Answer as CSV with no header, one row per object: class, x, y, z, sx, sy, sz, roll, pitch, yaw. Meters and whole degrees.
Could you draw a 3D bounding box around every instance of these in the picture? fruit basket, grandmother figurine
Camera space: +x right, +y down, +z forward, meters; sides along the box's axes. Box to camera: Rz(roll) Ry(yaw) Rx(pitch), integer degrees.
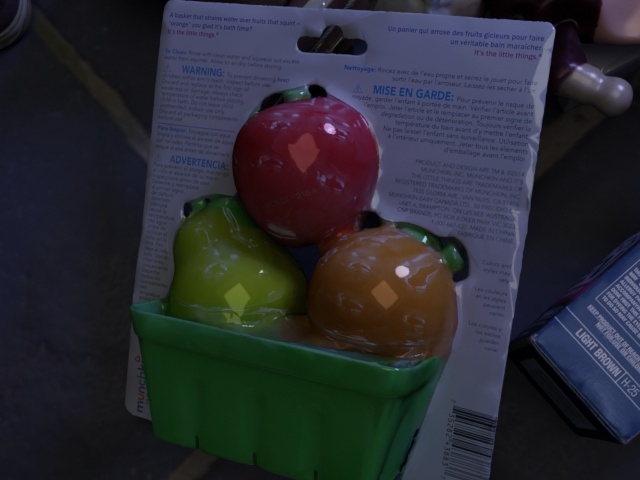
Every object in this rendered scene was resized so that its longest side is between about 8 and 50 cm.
fruit basket,0.000,0.000,0.758,0.327,0.165,0.353,9,90,25
grandmother figurine,0.203,-0.184,0.731,0.342,0.104,0.208,3,58,9

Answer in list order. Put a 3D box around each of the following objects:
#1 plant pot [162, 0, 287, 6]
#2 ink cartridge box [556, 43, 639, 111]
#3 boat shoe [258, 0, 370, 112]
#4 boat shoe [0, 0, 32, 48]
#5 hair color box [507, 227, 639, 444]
plant pot,-0.098,-0.260,0.827,0.165,0.167,0.167,35,85,-18
ink cartridge box,0.232,-0.280,0.842,0.198,0.115,0.273,-30,82,0
boat shoe,-0.001,-0.171,0.856,0.095,0.095,0.257,34,93,-15
boat shoe,-0.408,-0.187,0.877,0.285,0.092,0.103,-17,82,1
hair color box,0.314,0.007,0.769,0.347,0.174,0.105,-40,81,-3
